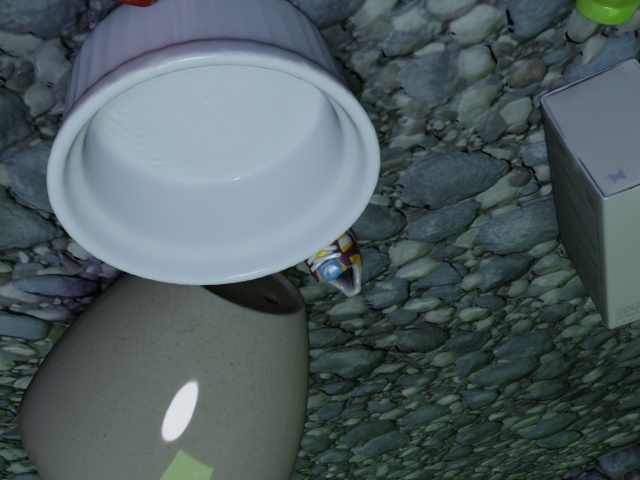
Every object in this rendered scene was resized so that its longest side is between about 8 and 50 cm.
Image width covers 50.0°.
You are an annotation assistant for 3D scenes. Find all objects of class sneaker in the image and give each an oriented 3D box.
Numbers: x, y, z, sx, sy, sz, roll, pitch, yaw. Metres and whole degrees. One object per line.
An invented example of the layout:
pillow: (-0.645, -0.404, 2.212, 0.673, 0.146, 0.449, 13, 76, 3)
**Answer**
sneaker: (0.000, 0.000, 0.811, 0.069, 0.084, 0.185, -29, 141, 19)

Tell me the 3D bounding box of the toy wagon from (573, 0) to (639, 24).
toy wagon: (0.279, -0.299, 0.529, 0.344, 0.068, 0.267, -7, 142, -8)

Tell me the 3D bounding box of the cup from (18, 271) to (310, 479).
cup: (-0.142, 0.139, 0.795, 0.331, 0.331, 0.237, 16, 110, -34)

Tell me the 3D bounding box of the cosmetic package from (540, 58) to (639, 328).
cosmetic package: (0.356, -0.039, 0.816, 0.113, 0.160, 0.309, -22, 144, 9)

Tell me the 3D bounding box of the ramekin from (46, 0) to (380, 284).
ramekin: (-0.096, -0.092, 0.618, 0.277, 0.135, 0.277, -9, 142, -7)

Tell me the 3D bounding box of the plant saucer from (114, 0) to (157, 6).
plant saucer: (-0.180, -0.206, 0.386, 0.258, 0.048, 0.259, 6, 177, -23)
